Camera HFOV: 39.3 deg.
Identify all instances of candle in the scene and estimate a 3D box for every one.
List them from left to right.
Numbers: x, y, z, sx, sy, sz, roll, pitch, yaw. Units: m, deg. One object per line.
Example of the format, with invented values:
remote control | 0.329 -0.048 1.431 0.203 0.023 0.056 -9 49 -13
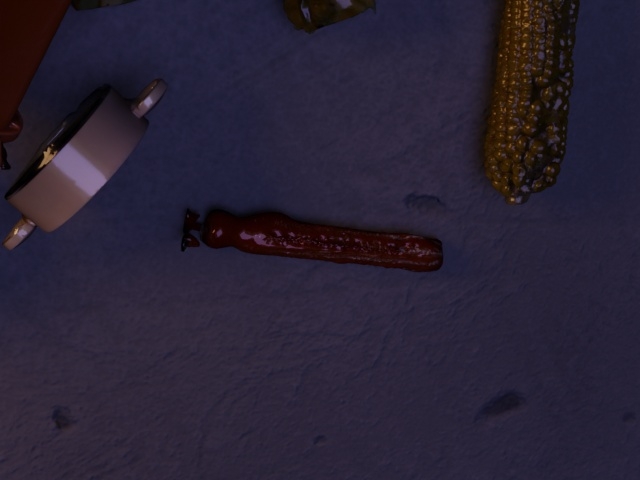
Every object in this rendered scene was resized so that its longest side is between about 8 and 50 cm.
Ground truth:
candle | 0.000 0.000 1.053 0.329 0.048 0.051 6 123 -20

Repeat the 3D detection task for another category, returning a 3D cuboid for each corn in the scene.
corn | 0.243 -0.196 1.024 0.097 0.097 0.319 -5 112 -15

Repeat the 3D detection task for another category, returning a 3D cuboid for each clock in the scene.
clock | -0.243 -0.084 0.883 0.229 0.155 0.063 -43 112 5

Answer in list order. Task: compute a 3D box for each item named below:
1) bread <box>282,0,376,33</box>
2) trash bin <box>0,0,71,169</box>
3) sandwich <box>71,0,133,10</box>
bread | -0.028 -0.338 0.877 0.087 0.098 0.269 -30 117 -16
trash bin | -0.301 -0.187 0.751 0.239 0.184 0.161 -41 160 33
sandwich | -0.180 -0.261 0.817 0.079 0.163 0.113 -15 117 -25
